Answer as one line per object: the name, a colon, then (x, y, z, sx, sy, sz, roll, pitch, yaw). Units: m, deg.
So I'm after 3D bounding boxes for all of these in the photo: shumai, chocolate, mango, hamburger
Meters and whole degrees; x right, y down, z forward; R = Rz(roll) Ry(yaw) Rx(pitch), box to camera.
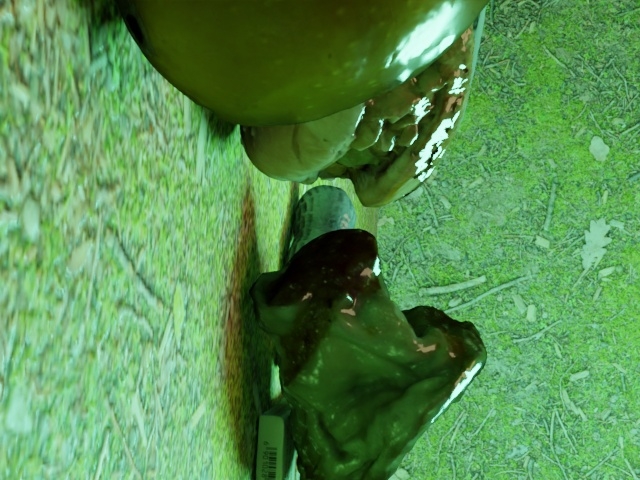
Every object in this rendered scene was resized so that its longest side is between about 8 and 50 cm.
shumai: (0.021, 0.110, 0.963, 0.222, 0.204, 0.272, -47, 173, -40)
chocolate: (0.000, 0.000, 1.126, 0.167, 0.072, 0.072, -77, 169, -46)
mango: (0.020, -0.201, 0.525, 0.175, 0.177, 0.329, -39, -153, 60)
hamburger: (0.024, -0.151, 0.742, 0.286, 0.146, 0.243, -179, -77, -79)

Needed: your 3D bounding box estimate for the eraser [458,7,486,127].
eraser: (0.070, -0.196, 1.041, 0.331, 0.150, 0.331, 18, 90, -75)

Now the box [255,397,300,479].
box: (-0.035, 0.229, 1.069, 0.220, 0.032, 0.122, 13, 79, -83)
